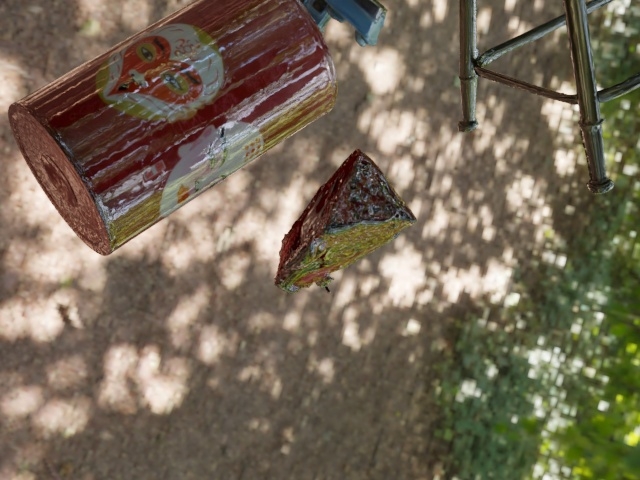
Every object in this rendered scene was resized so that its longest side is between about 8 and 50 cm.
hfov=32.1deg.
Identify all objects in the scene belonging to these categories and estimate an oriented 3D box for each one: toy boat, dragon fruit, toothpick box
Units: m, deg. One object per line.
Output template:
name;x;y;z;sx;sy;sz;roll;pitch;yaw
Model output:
toy boat;-0.005;-0.354;1.589;0.097;0.223;0.100;-49;172;14
dragon fruit;0.017;0.009;1.185;0.192;0.092;0.122;-45;-163;40
toothpick box;-0.168;-0.153;1.307;0.333;0.204;0.204;-35;139;-21

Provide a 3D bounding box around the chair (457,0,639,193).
chair;0.348;-0.352;1.379;0.361;0.364;0.410;-26;115;-11
